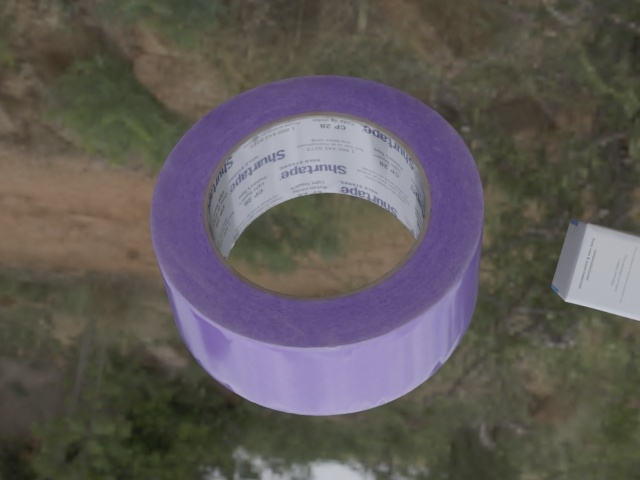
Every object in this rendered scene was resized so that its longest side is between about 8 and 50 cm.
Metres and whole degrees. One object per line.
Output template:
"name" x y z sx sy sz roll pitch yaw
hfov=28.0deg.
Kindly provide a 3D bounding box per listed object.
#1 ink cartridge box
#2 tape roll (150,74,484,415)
"ink cartridge box" 0.215 0.026 0.806 0.122 0.052 0.088 16 -176 3
"tape roll" 0.000 0.000 0.746 0.189 0.189 0.080 5 148 7
